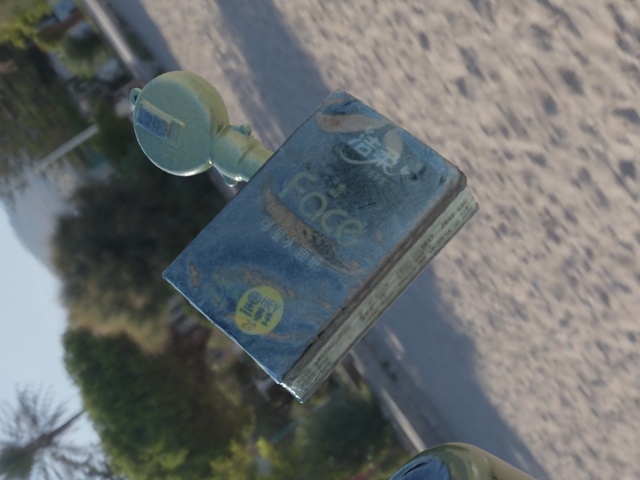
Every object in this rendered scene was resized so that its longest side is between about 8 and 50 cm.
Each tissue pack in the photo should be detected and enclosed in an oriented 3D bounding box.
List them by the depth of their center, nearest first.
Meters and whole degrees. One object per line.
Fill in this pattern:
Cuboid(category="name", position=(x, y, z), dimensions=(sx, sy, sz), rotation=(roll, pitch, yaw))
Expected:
Cuboid(category="tissue pack", position=(0.000, 0.000, 1.092), dimensions=(0.185, 0.257, 0.081), rotation=(38, 172, 32))

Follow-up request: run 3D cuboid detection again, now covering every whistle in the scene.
Cuboid(category="whistle", position=(-0.128, -0.116, 1.347), dimensions=(0.258, 0.126, 0.067), rotation=(30, -148, 17))

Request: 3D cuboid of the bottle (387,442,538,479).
Cuboid(category="bottle", position=(0.187, 0.275, 0.753), dimensions=(0.347, 0.168, 0.168), rotation=(29, -177, -15))
